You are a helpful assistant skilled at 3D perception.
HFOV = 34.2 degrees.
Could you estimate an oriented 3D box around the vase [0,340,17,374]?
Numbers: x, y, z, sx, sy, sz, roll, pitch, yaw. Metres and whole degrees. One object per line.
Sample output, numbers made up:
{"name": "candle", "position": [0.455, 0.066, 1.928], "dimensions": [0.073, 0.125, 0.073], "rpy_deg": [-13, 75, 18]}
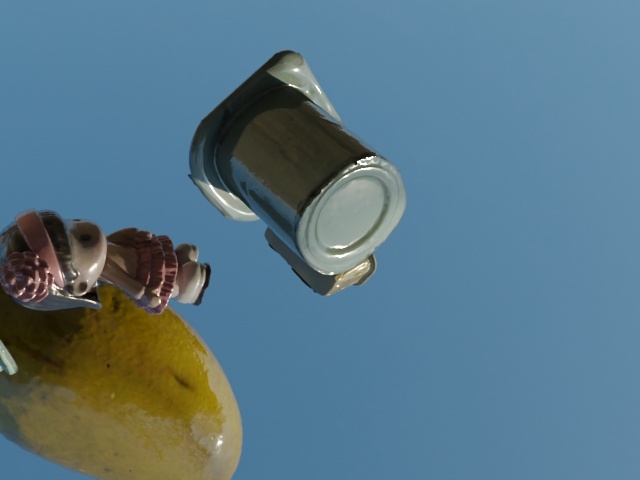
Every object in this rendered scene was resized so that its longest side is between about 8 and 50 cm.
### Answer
{"name": "vase", "position": [-0.422, 0.154, 0.888], "dimensions": [0.299, 0.143, 0.143], "rpy_deg": [-41, -119, -21]}

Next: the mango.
{"name": "mango", "position": [-0.288, 0.186, 1.349], "dimensions": [0.445, 0.301, 0.220], "rpy_deg": [45, -149, -13]}

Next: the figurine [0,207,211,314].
{"name": "figurine", "position": [-0.129, 0.020, 0.610], "dimensions": [0.129, 0.054, 0.072], "rpy_deg": [14, -150, -35]}

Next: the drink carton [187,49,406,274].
{"name": "drink carton", "position": [-0.016, -0.066, 1.173], "dimensions": [0.191, 0.185, 0.189], "rpy_deg": [-41, -127, -6]}

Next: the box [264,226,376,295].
{"name": "box", "position": [0.000, 0.000, 1.517], "dimensions": [0.177, 0.111, 0.111], "rpy_deg": [47, -126, 6]}
